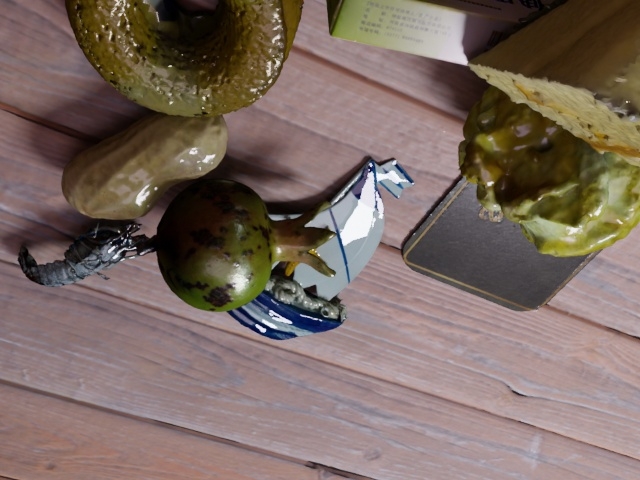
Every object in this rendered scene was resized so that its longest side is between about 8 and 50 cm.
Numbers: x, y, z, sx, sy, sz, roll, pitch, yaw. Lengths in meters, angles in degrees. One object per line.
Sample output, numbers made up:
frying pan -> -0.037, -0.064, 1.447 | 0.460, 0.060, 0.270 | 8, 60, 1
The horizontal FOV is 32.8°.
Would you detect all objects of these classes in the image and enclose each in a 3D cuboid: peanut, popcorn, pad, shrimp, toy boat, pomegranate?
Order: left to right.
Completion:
shrimp -> -0.290, 0.026, 1.351 | 0.174, 0.076, 0.082 | -16, 154, 10
peanut -> -0.198, -0.087, 1.235 | 0.214, 0.098, 0.090 | -27, 145, 18
pomegranate -> -0.090, 0.003, 1.258 | 0.220, 0.156, 0.156 | -6, 133, 11
toy boat -> 0.000, 0.000, 1.378 | 0.220, 0.067, 0.291 | 35, 109, -26
pad -> 0.265, -0.046, 1.340 | 0.315, 0.063, 0.375 | 22, 126, -22
popcorn -> 0.262, -0.093, 1.186 | 0.204, 0.221, 0.184 | -59, 153, 8

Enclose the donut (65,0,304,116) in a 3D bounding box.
donut -> -0.136, -0.239, 1.099 | 0.272, 0.107, 0.272 | -3, 131, -3

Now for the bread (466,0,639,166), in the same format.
bread -> 0.414, -0.185, 0.951 | 0.346, 0.242, 0.405 | 38, 97, -22

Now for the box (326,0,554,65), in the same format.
box -> 0.133, -0.244, 1.068 | 0.261, 0.175, 0.062 | 10, 132, -13
